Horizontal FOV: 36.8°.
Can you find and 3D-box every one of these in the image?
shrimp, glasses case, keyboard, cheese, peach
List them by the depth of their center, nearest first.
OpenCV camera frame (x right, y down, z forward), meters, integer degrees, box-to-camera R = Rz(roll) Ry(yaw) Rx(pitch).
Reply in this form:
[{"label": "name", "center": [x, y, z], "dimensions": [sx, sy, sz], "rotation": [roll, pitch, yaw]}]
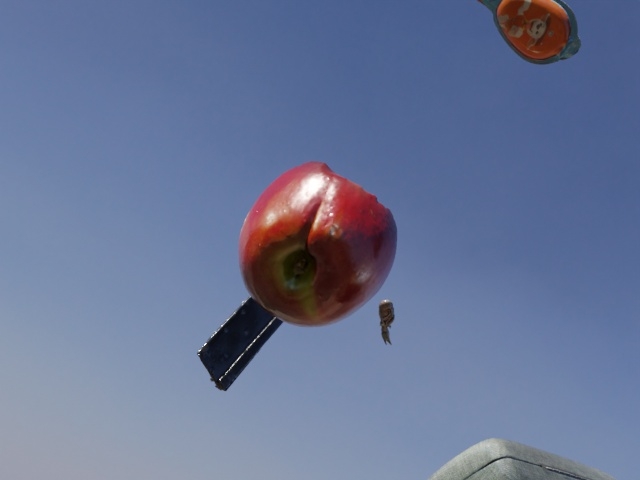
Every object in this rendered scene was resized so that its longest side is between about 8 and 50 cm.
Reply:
[{"label": "glasses case", "center": [0.253, 0.315, 1.142], "dimensions": [0.323, 0.074, 0.131], "rotation": [25, -61, -42]}, {"label": "peach", "center": [0.000, 0.000, 1.153], "dimensions": [0.190, 0.196, 0.226], "rotation": [-8, 15, 16]}, {"label": "keyboard", "center": [-0.093, 0.113, 1.376], "dimensions": [0.023, 0.231, 0.072], "rotation": [-8, -60, 44]}, {"label": "cheese", "center": [0.295, -0.366, 1.502], "dimensions": [0.256, 0.106, 0.037], "rotation": [39, 26, 8]}, {"label": "shrimp", "center": [0.113, 0.137, 1.666], "dimensions": [0.029, 0.038, 0.092], "rotation": [-1, -62, -1]}]
